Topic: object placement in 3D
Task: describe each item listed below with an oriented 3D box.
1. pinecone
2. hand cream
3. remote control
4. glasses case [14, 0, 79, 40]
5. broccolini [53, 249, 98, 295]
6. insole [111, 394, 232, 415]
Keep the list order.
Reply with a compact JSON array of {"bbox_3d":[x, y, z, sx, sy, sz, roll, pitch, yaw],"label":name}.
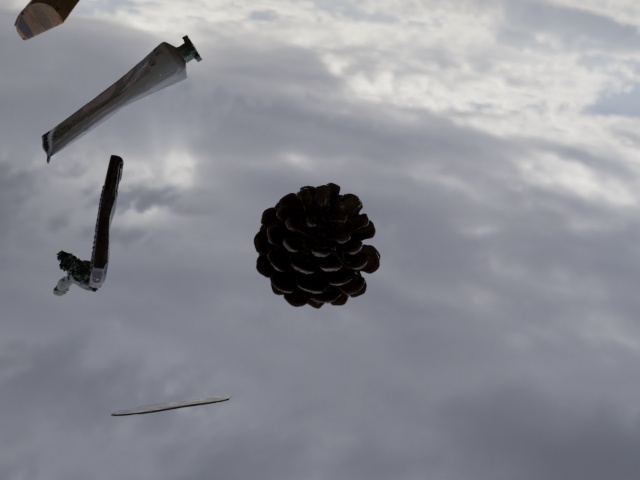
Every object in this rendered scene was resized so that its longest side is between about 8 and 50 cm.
[{"bbox_3d":[0.000,0.000,1.460,0.207,0.208,0.208,7,-155,-3],"label":"pinecone"},{"bbox_3d":[-0.365,-0.256,1.708,0.336,0.076,0.121,-33,-150,3],"label":"hand cream"},{"bbox_3d":[-0.307,-0.030,1.360,0.028,0.059,0.212,11,-127,-16],"label":"remote control"},{"bbox_3d":[-0.352,-0.326,1.259,0.064,0.041,0.170,-20,-148,18],"label":"glasses case"},{"bbox_3d":[-0.381,0.054,1.468,0.057,0.071,0.254,-18,180,-21],"label":"broccolini"},{"bbox_3d":[-0.228,0.252,1.445,0.188,0.004,0.064,-8,-178,2],"label":"insole"}]
